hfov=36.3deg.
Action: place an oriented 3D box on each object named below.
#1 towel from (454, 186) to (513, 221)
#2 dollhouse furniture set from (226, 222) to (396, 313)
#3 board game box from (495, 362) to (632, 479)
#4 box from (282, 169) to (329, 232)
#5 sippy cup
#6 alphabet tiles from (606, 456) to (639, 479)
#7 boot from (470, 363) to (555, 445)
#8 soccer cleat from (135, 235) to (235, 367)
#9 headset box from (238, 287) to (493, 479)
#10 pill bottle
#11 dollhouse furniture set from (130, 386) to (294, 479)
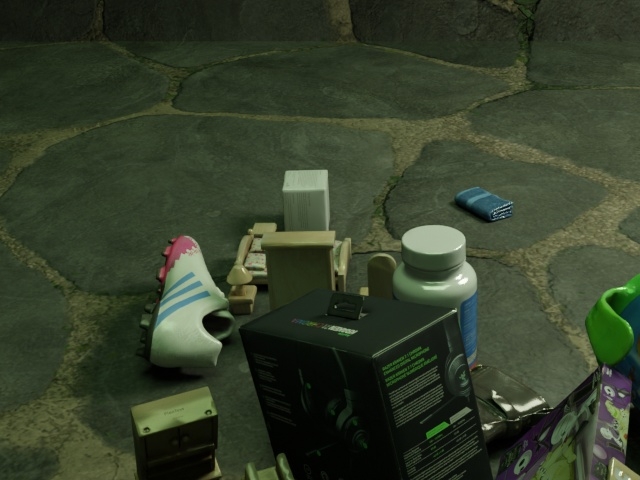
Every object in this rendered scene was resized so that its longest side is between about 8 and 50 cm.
[{"bbox_3d":[0.326,-0.075,1.954,0.067,0.029,0.119,-18,30,-24],"label":"towel"},{"bbox_3d":[0.000,0.000,1.690,0.304,0.173,0.355,0,27,6],"label":"dollhouse furniture set"},{"bbox_3d":[0.244,0.298,1.054,0.056,0.208,0.347,33,33,2],"label":"board game box"},{"bbox_3d":[-0.027,-0.076,1.919,0.087,0.101,0.102,-1,27,4],"label":"box"},{"bbox_3d":[0.493,0.172,1.222,0.306,0.240,0.224,-11,30,-1],"label":"sippy cup"},{"bbox_3d":[0.351,0.314,0.930,0.198,0.009,0.237,35,34,1],"label":"alphabet tiles"},{"bbox_3d":[0.160,0.227,1.338,0.263,0.091,0.229,26,34,36],"label":"boot"},{"bbox_3d":[-0.208,0.106,1.602,0.143,0.116,0.331,11,29,-5],"label":"soccer cleat"},{"bbox_3d":[0.050,0.198,1.114,0.131,0.283,0.246,-24,17,-34],"label":"headset box"},{"bbox_3d":[0.167,0.095,1.426,0.124,0.221,0.124,-3,27,1],"label":"pill bottle"},{"bbox_3d":[-0.144,0.326,1.157,0.212,0.161,0.242,-13,50,-17],"label":"dollhouse furniture set"}]
